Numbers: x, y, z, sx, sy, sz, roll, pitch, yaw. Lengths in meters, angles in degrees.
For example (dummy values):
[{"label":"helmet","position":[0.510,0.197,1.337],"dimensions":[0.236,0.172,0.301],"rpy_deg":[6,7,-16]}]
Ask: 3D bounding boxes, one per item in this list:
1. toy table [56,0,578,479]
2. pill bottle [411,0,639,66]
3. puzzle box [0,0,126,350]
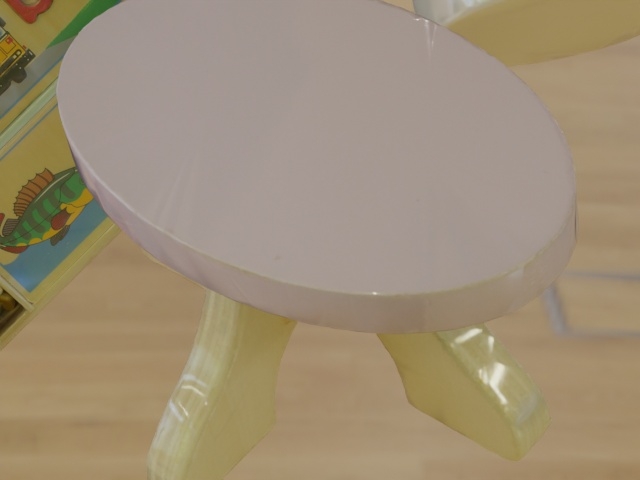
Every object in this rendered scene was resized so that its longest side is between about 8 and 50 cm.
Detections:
[{"label":"toy table","position":[0.000,0.000,0.965],"dimensions":[0.252,0.161,0.274],"rpy_deg":[-34,51,-21]},{"label":"pill bottle","position":[0.109,-0.327,1.255],"dimensions":[0.229,0.407,0.229],"rpy_deg":[-11,-11,-2]},{"label":"puzzle box","position":[-0.244,-0.108,1.601],"dimensions":[0.409,0.272,0.052],"rpy_deg":[-45,29,-3]}]
